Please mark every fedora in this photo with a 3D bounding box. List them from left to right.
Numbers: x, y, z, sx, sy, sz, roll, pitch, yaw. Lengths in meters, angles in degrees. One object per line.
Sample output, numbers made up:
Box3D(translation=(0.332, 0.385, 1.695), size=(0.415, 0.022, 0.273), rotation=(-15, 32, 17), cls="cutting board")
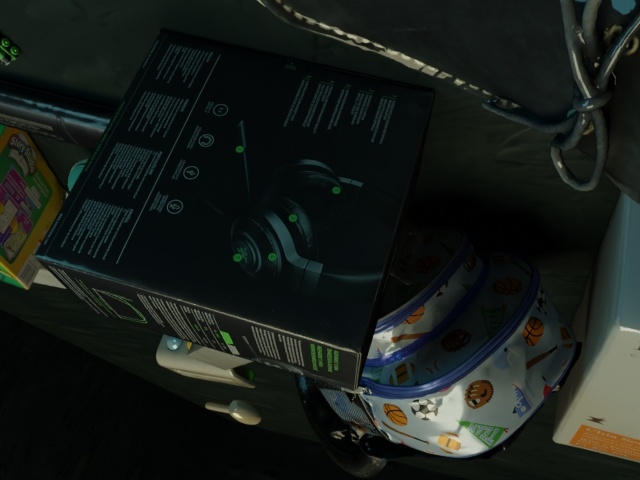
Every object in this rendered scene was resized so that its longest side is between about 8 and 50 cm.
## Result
Box3D(translation=(0.078, 0.237, 1.077), size=(0.152, 0.334, 0.334), rotation=(-8, 168, -26), cls="fedora")

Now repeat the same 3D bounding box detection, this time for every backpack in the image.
Box3D(translation=(0.131, 0.105, 0.687), size=(0.263, 0.276, 0.213), rotation=(5, 137, 55), cls="backpack")

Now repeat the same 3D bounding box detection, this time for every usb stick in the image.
Box3D(translation=(-0.344, -0.155, 0.744), size=(0.278, 0.045, 0.077), rotation=(15, 163, 9), cls="usb stick")

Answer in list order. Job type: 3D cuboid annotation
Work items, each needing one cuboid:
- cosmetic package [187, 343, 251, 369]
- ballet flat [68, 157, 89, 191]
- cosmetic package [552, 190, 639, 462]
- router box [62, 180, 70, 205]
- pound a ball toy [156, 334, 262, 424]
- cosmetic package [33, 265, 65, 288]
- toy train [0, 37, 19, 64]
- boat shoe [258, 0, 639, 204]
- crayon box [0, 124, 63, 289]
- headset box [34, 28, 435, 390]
Box3D(translation=(-0.185, 0.185, 1.260), size=(0.107, 0.127, 0.238), rotation=(24, 158, -13), cls="cosmetic package")
Box3D(translation=(-0.214, -0.066, 0.818), size=(0.248, 0.086, 0.086), rotation=(13, 156, 17), cls="ballet flat")
Box3D(translation=(0.396, 0.124, 0.653), size=(0.230, 0.162, 0.453), rotation=(10, 154, 20), cls="cosmetic package")
Box3D(translation=(-0.358, -0.055, 0.977), size=(0.092, 0.038, 0.122), rotation=(25, 156, -15), cls="router box")
Box3D(translation=(-0.261, 0.296, 1.456), size=(0.319, 0.208, 0.135), rotation=(-1, 150, 40), cls="pound a ball toy")
Box3D(translation=(-0.441, 0.026, 1.118), size=(0.231, 0.117, 0.085), rotation=(7, 153, 27), cls="cosmetic package")
Box3D(translation=(-0.352, -0.216, 0.642), size=(0.017, 0.024, 0.083), rotation=(3, 151, 32), cls="toy train")
Box3D(translation=(0.172, -0.112, 0.319), size=(0.500, 0.156, 0.187), rotation=(16, 158, 10), cls="boat shoe")
Box3D(translation=(-0.472, -0.056, 0.903), size=(0.081, 0.165, 0.278), rotation=(17, 156, 3), cls="crayon box")
Box3D(translation=(-0.048, -0.028, 0.549), size=(0.283, 0.246, 0.131), rotation=(14, 155, 8), cls="headset box")
